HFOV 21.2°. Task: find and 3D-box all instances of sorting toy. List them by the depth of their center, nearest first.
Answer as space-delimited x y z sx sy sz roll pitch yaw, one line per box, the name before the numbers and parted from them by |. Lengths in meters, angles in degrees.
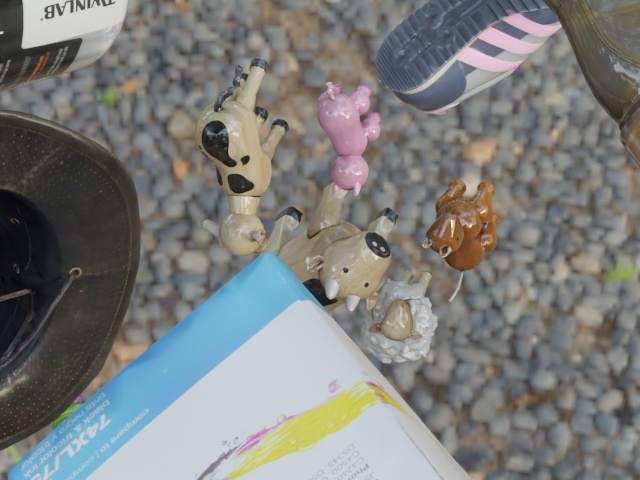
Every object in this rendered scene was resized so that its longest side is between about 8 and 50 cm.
sorting toy | -0.227 0.164 1.752 0.102 0.061 0.042 -10 63 -9

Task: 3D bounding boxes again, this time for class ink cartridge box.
ink cartridge box | -0.002 0.183 0.884 0.197 0.198 0.270 -40 33 0

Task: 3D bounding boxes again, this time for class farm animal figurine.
farm animal figurine | 0.000 0.000 1.772 0.330 0.327 0.172 26 54 -2

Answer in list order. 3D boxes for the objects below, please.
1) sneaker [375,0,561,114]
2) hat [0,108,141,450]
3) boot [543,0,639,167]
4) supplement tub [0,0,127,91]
sneaker | 0.220 -0.255 1.975 0.319 0.131 0.112 -29 60 16
hat | -0.293 0.016 1.321 0.331 0.331 0.134 -23 46 -22
boot | 0.182 -0.105 0.693 0.219 0.082 0.106 -23 68 -36
supplement tub | -0.336 -0.196 1.323 0.338 0.207 0.207 -22 49 -37
